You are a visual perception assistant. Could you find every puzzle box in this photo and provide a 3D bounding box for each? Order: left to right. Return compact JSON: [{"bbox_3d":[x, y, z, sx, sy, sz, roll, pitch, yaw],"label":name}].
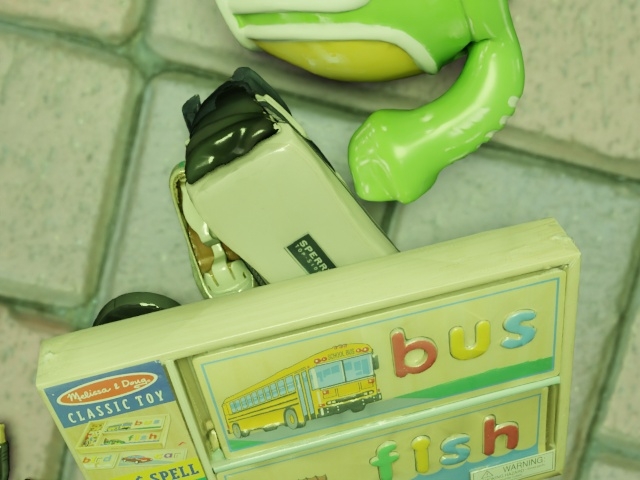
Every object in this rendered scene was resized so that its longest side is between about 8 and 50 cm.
[{"bbox_3d":[0.011,0.144,0.649,0.408,0.052,0.272,-14,126,-4],"label":"puzzle box"}]

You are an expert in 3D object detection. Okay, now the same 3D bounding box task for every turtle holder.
[{"bbox_3d":[0.040,-0.217,0.598,0.227,0.243,0.320,-18,121,13],"label":"turtle holder"}]

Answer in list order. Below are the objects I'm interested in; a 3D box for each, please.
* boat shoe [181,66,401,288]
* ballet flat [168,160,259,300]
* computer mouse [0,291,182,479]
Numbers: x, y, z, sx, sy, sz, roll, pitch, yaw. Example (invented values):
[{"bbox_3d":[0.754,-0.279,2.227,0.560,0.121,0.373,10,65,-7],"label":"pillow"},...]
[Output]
[{"bbox_3d":[0.000,0.000,0.676,0.127,0.158,0.341,-28,127,6],"label":"boat shoe"},{"bbox_3d":[-0.098,0.010,0.700,0.057,0.052,0.168,-24,98,1],"label":"ballet flat"},{"bbox_3d":[-0.211,0.155,0.717,0.184,0.060,0.262,6,109,-7],"label":"computer mouse"}]
